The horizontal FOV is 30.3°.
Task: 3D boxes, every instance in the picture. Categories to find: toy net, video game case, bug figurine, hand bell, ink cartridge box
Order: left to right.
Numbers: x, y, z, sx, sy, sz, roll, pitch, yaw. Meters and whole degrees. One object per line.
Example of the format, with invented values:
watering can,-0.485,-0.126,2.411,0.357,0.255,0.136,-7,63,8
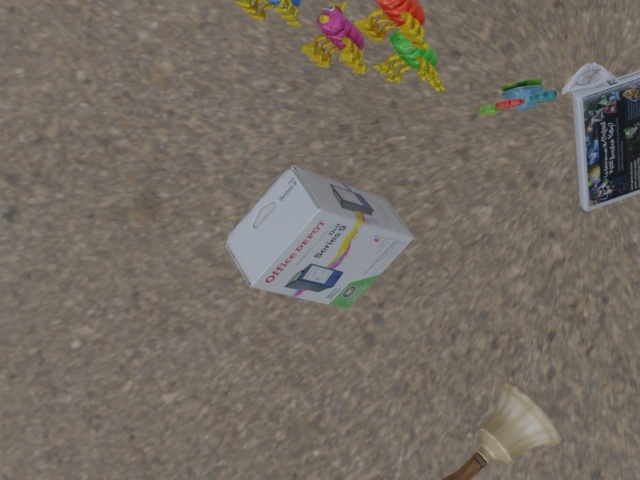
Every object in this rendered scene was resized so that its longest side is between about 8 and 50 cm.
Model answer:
ink cartridge box,0.000,0.000,1.621,0.154,0.212,0.093,-48,52,20
bug figurine,0.041,-0.272,1.454,0.279,0.216,0.072,18,77,35
hand bell,0.234,0.339,1.785,0.242,0.126,0.126,-41,85,-10
toy net,0.343,-0.233,1.777,0.232,0.122,0.045,-11,88,56
video game case,0.420,-0.141,1.561,0.173,0.022,0.190,-19,130,-5
